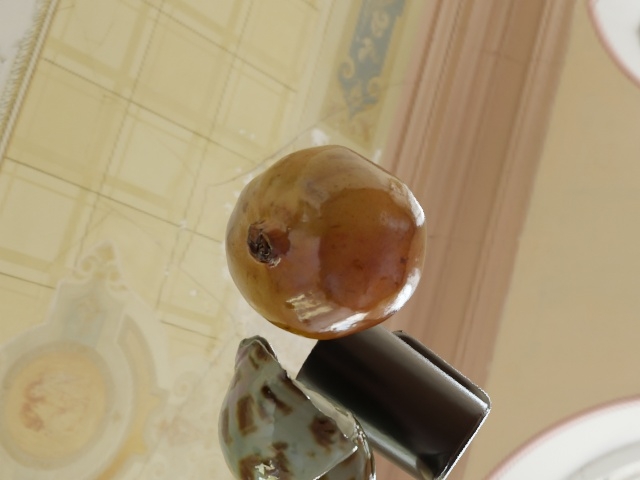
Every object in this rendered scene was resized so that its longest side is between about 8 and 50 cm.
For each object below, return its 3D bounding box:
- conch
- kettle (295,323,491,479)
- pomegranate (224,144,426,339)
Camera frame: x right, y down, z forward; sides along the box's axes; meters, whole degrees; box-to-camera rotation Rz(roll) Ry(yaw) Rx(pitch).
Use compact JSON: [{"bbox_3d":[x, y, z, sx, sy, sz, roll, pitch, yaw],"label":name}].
[{"bbox_3d":[-0.028,0.324,1.351,0.368,0.249,0.197,40,-105,-8],"label":"conch"},{"bbox_3d":[0.133,0.283,1.602,0.203,0.308,0.262,-57,-14,2],"label":"kettle"},{"bbox_3d":[0.000,0.000,1.145,0.264,0.264,0.264,-5,-83,-43],"label":"pomegranate"}]
